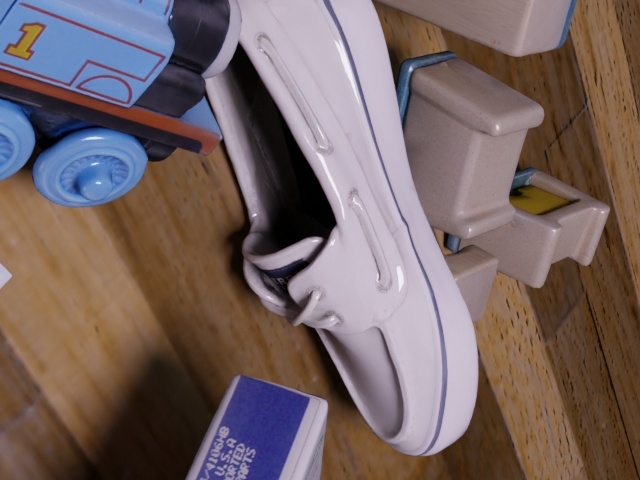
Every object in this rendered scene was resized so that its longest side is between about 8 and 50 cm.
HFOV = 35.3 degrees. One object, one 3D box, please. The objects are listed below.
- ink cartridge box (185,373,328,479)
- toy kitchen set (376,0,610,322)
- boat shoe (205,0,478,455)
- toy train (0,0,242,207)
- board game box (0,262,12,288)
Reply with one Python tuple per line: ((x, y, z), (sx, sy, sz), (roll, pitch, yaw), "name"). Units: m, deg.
((-0.053, 0.199, 0.427), (0.224, 0.045, 0.223), (90, 19, -57), "ink cartridge box")
((0.094, -0.082, 0.566), (0.166, 0.122, 0.207), (-18, 130, -43), "toy kitchen set")
((0.000, 0.000, 0.486), (0.084, 0.095, 0.258), (-29, 106, -35), "boat shoe")
((-0.105, -0.072, 0.333), (0.184, 0.105, 0.080), (13, 44, -46), "toy train")
((-0.169, 0.015, 0.353), (0.090, 0.020, 0.090), (-53, 130, -25), "board game box")
